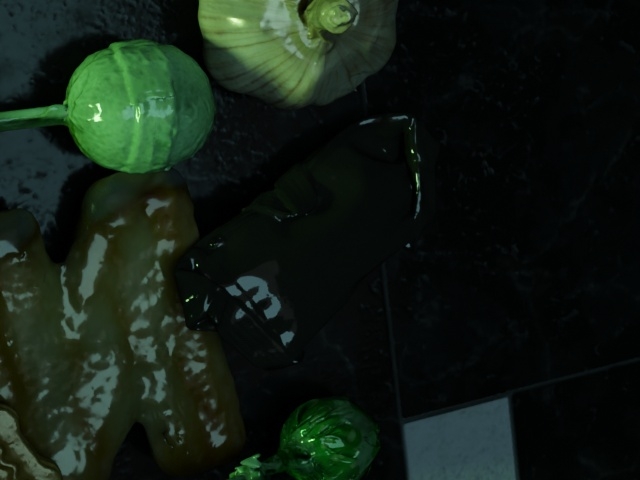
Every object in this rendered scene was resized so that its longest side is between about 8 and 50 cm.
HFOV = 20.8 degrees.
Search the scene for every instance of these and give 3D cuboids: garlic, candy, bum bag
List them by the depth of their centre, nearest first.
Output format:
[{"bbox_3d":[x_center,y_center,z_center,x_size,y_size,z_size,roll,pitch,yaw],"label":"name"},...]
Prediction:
[{"bbox_3d":[-0.302,-0.095,1.451,0.440,0.119,0.119,-8,102,-17],"label":"candy"},{"bbox_3d":[0.000,-0.207,1.495,0.199,0.226,0.199,-3,100,-18],"label":"garlic"},{"bbox_3d":[-0.066,0.211,1.552,0.323,0.097,0.097,-16,106,-46],"label":"candy"},{"bbox_3d":[0.000,0.000,1.595,0.326,0.080,0.142,-39,107,-28],"label":"bum bag"}]

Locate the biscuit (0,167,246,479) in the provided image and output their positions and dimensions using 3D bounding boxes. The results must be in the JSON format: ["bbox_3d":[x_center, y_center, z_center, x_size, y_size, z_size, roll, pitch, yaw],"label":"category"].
[{"bbox_3d":[-0.198,0.094,1.541,0.237,0.062,0.290,-21,106,-21],"label":"biscuit"}]

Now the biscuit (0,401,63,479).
[{"bbox_3d":[-0.331,0.234,1.485,0.225,0.036,0.166,-32,108,3],"label":"biscuit"}]
